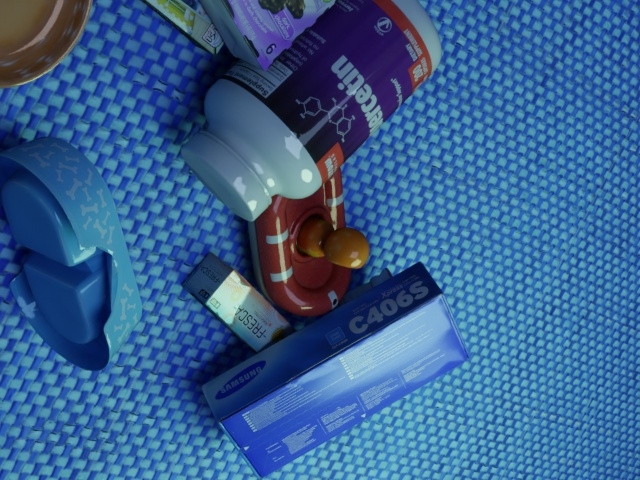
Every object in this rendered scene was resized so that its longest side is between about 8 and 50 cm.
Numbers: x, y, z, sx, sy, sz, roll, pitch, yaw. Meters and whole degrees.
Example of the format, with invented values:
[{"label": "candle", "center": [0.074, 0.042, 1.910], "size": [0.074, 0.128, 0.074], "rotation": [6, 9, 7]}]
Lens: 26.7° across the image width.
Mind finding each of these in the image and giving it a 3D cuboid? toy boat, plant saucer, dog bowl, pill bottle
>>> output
[{"label": "toy boat", "center": [0.000, 0.000, 1.785], "size": [0.151, 0.151, 0.231], "rotation": [-35, 134, -35]}, {"label": "plant saucer", "center": [-0.332, -0.259, 1.414], "size": [0.200, 0.037, 0.200], "rotation": [-22, 127, -32]}, {"label": "dog bowl", "center": [-0.289, 0.012, 1.532], "size": [0.074, 0.166, 0.297], "rotation": [-40, 136, -36]}, {"label": "pill bottle", "center": [-0.014, -0.178, 1.652], "size": [0.323, 0.181, 0.181], "rotation": [-46, 137, -12]}]

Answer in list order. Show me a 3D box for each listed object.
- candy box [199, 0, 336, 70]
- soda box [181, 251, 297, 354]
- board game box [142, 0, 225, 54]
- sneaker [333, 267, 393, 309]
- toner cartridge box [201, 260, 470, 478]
[{"label": "candy box", "center": [-0.049, -0.323, 1.547], "size": [0.196, 0.070, 0.165], "rotation": [-46, 137, -12]}, {"label": "soda box", "center": [-0.106, 0.094, 1.820], "size": [0.063, 0.058, 0.183], "rotation": [-50, 137, -8]}, {"label": "board game box", "center": [-0.108, -0.397, 1.536], "size": [0.317, 0.046, 0.213], "rotation": [-57, 139, -1]}, {"label": "sneaker", "center": [0.059, 0.153, 1.988], "size": [0.111, 0.103, 0.252], "rotation": [-14, 130, -15]}, {"label": "toner cartridge box", "center": [0.025, 0.182, 1.866], "size": [0.348, 0.075, 0.165], "rotation": [-29, 136, -3]}]
